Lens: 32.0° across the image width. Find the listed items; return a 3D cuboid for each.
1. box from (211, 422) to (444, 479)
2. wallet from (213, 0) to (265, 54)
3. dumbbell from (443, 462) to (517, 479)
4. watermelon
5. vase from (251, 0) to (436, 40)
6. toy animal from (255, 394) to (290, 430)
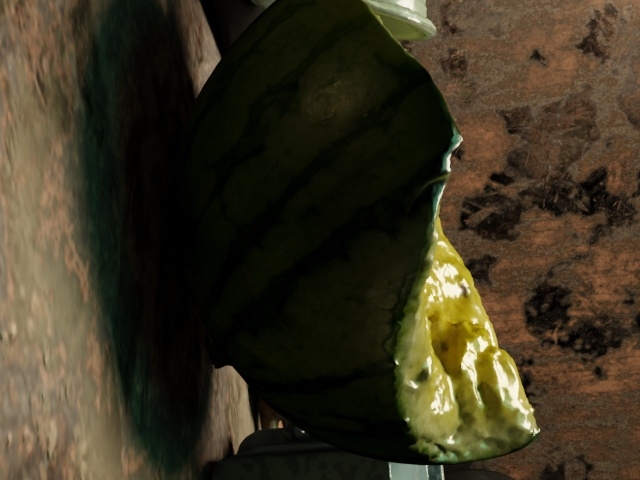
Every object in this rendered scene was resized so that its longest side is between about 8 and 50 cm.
[{"bbox_3d":[0.008,0.242,0.787,0.130,0.162,0.227,25,60,-72],"label":"box"},{"bbox_3d":[-0.052,-0.289,0.825,0.377,0.051,0.197,93,10,-72],"label":"wallet"},{"bbox_3d":[0.095,0.251,1.092,0.322,0.204,0.203,-116,-163,-62],"label":"dumbbell"},{"bbox_3d":[0.000,0.000,0.715,0.331,0.189,0.330,157,-90,-84],"label":"watermelon"},{"bbox_3d":[0.047,-0.309,0.819,0.143,0.143,0.298,-27,130,-84],"label":"vase"},{"bbox_3d":[-0.031,0.110,0.994,0.243,0.087,0.259,151,-66,-81],"label":"toy animal"}]
